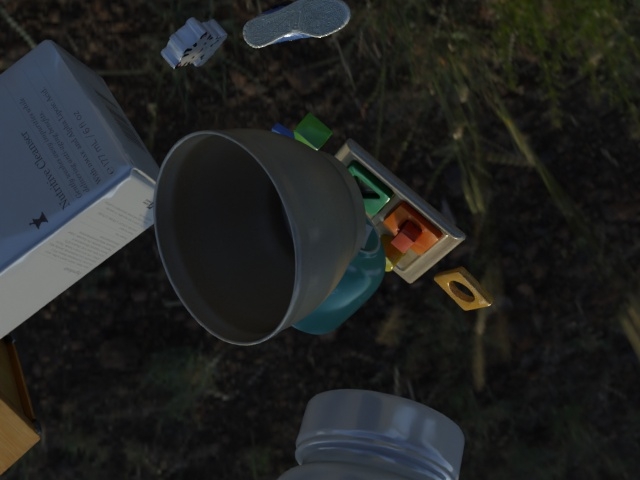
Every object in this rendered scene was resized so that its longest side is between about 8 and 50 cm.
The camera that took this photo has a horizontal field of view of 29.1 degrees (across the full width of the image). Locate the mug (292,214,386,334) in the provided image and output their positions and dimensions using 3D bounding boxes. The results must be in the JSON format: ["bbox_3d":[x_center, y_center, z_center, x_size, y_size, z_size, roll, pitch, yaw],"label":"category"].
[{"bbox_3d":[-0.004,0.002,1.224,0.129,0.158,0.097,8,137,-47],"label":"mug"}]

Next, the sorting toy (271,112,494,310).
[{"bbox_3d":[0.069,-0.022,1.509,0.347,0.047,0.196,40,156,-1],"label":"sorting toy"}]

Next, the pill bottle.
[{"bbox_3d":[0.032,0.377,1.334,0.224,0.392,0.224,11,153,6],"label":"pill bottle"}]

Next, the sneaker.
[{"bbox_3d":[-0.024,-0.302,1.671,0.152,0.084,0.058,-13,107,23],"label":"sneaker"}]

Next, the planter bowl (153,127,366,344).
[{"bbox_3d":[-0.035,-0.012,0.936,0.109,0.162,0.162,-17,140,-42],"label":"planter bowl"}]

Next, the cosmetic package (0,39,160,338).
[{"bbox_3d":[-0.390,-0.029,1.471,0.385,0.217,0.156,-37,160,4],"label":"cosmetic package"}]

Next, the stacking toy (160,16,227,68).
[{"bbox_3d":[-0.094,-0.259,0.921,0.167,0.052,0.221,48,114,9],"label":"stacking toy"}]

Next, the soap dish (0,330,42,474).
[{"bbox_3d":[-0.501,0.184,1.745,0.118,0.229,0.291,-20,155,-5],"label":"soap dish"}]
